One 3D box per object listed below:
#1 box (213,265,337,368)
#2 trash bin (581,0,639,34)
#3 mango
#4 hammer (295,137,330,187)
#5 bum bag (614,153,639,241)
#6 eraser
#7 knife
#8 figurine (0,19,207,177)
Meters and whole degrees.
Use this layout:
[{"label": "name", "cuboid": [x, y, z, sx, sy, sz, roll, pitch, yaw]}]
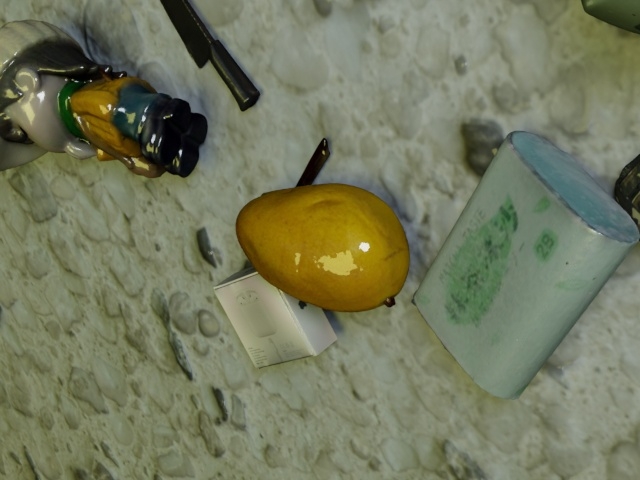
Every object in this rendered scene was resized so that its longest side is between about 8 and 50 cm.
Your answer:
[{"label": "box", "cuboid": [-0.062, 0.095, 1.114, 0.130, 0.051, 0.129, -21, 99, 47]}, {"label": "trash bin", "cuboid": [0.269, -0.350, 0.562, 0.280, 0.280, 0.432, -15, 97, 38]}, {"label": "mango", "cuboid": [0.000, 0.000, 0.997, 0.227, 0.109, 0.147, 20, 97, 25]}, {"label": "hammer", "cuboid": [-0.025, -0.055, 1.059, 0.065, 0.021, 0.178, 41, 125, 13]}, {"label": "bum bag", "cuboid": [0.359, -0.084, 0.741, 0.248, 0.069, 0.102, -56, 39, 38]}, {"label": "eraser", "cuboid": [0.200, 0.027, 0.874, 0.174, 0.081, 0.227, 53, 135, 34]}, {"label": "knife", "cuboid": [-0.156, -0.254, 1.063, 0.230, 0.028, 0.060, 55, 142, 5]}, {"label": "figurine", "cuboid": [-0.313, -0.190, 1.123, 0.332, 0.185, 0.205, 2, 79, 16]}]
